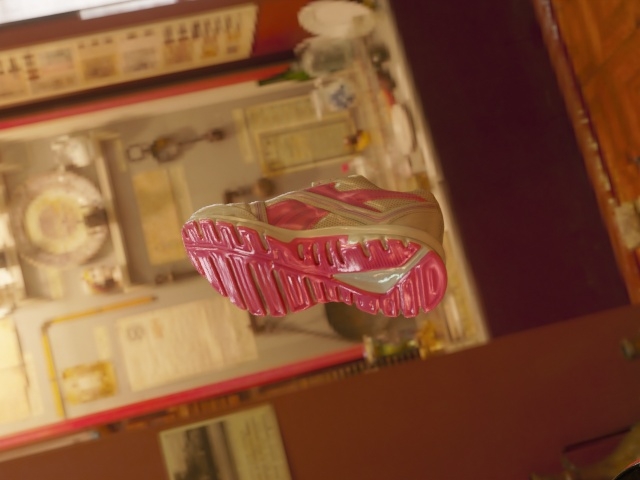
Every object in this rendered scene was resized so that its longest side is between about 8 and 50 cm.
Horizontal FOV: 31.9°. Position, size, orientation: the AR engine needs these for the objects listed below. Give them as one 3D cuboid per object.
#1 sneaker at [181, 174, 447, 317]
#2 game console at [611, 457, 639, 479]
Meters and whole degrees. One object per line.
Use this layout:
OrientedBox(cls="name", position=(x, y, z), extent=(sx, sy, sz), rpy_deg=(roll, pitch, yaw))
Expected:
OrientedBox(cls="sneaker", position=(0.000, 0.000, 0.997), extent=(0.111, 0.252, 0.103), rpy_deg=(-62, -29, -48))
OrientedBox(cls="game console", position=(0.111, 0.317, 0.525), extent=(0.387, 0.060, 0.342), rpy_deg=(-59, 14, 29))
